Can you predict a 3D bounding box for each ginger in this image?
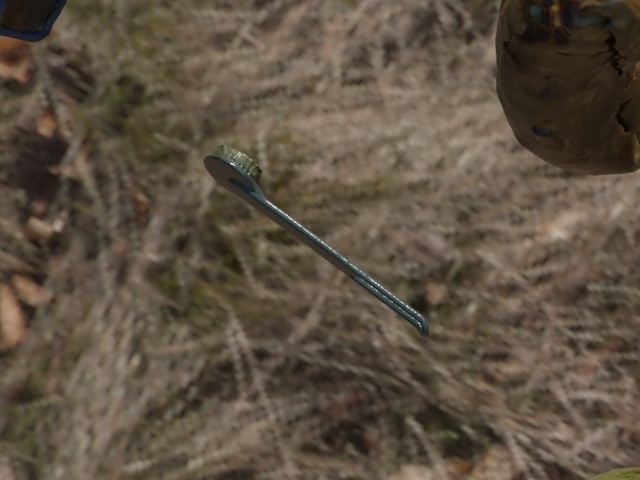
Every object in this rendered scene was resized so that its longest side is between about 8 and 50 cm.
[{"bbox_3d":[0.230,-0.173,1.751,0.172,0.321,0.165,35,80,22],"label":"ginger"}]

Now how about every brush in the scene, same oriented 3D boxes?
[{"bbox_3d":[0.000,0.000,1.769,0.266,0.062,0.027,38,71,8],"label":"brush"}]

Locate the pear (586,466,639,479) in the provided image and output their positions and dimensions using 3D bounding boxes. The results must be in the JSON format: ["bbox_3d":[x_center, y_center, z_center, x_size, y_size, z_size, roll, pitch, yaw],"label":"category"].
[{"bbox_3d":[0.213,0.231,1.262,0.167,0.167,0.136,-51,3,9],"label":"pear"}]

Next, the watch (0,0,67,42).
[{"bbox_3d":[-0.295,-0.175,0.884,0.276,0.275,0.068,27,106,37],"label":"watch"}]
